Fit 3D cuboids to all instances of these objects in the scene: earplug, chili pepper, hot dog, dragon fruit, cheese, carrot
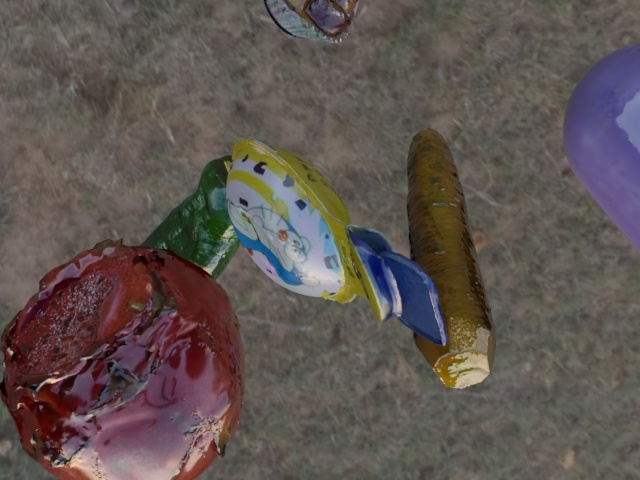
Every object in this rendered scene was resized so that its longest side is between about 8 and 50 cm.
[{"bbox_3d":[0.414,-0.003,0.903,0.215,0.456,0.215,-36,164,-12],"label":"earplug"},{"bbox_3d":[-0.153,-0.018,1.287,0.099,0.136,0.270,22,131,-30],"label":"chili pepper"},{"bbox_3d":[0.013,-0.248,0.776,0.108,0.059,0.191,36,66,-38],"label":"hot dog"},{"bbox_3d":[-0.229,0.160,1.128,0.295,0.296,0.302,-15,130,-13],"label":"dragon fruit"},{"bbox_3d":[0.000,0.000,0.713,0.064,0.250,0.157,-38,132,-21],"label":"cheese"},{"bbox_3d":[0.100,-0.005,0.825,0.066,0.314,0.066,-1,131,-1],"label":"carrot"}]
